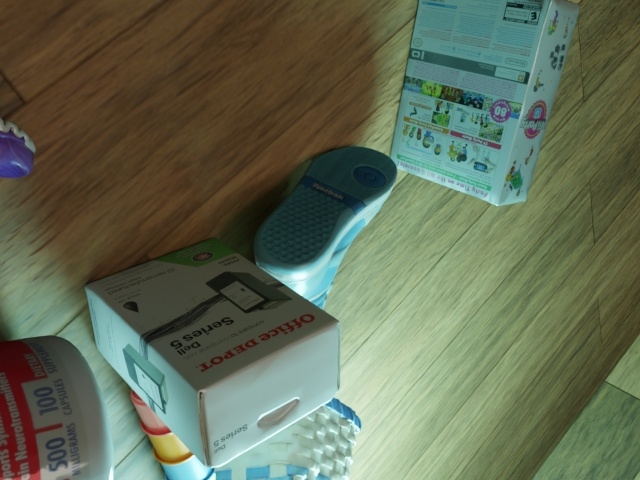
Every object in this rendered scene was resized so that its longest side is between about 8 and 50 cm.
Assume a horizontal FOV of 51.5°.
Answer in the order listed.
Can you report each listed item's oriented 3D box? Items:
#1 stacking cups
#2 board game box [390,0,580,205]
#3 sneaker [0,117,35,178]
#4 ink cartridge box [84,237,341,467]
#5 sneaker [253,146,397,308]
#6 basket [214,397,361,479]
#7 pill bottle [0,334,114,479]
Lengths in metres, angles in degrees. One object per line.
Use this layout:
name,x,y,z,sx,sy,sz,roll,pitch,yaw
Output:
stacking cups,-0.211,0.329,1.002,0.096,0.096,0.316,-36,129,-26
board game box,0.245,-0.234,1.047,0.097,0.224,0.304,-10,118,-44
sneaker,-0.357,-0.064,0.585,0.236,0.095,0.105,0,80,-66
ink cartridge box,-0.134,0.120,0.820,0.198,0.272,0.115,-22,126,-36
sneaker,0.000,0.000,1.023,0.319,0.127,0.208,-43,157,-39
basket,-0.058,0.261,1.025,0.255,0.201,0.289,47,40,-45
pill bottle,-0.428,0.232,0.621,0.407,0.229,0.229,-6,115,-43
